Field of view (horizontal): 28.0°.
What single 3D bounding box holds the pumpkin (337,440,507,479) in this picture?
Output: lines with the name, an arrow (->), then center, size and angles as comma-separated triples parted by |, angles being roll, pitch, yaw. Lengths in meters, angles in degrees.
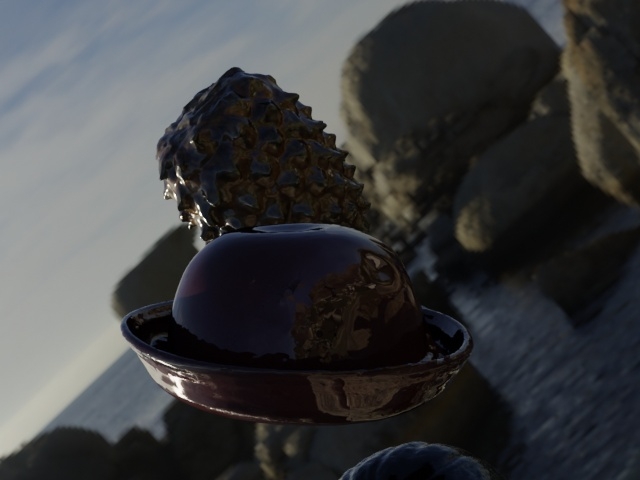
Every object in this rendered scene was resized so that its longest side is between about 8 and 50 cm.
pumpkin -> 0.085, 0.324, 1.321 | 0.248, 0.248, 0.248 | -43, 3, 2

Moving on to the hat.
hat -> -0.012, 0.035, 0.711 | 0.206, 0.089, 0.205 | 1, 11, 0

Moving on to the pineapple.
pineapple -> 0.000, 0.000, 1.245 | 0.175, 0.361, 0.175 | -38, 22, 19
